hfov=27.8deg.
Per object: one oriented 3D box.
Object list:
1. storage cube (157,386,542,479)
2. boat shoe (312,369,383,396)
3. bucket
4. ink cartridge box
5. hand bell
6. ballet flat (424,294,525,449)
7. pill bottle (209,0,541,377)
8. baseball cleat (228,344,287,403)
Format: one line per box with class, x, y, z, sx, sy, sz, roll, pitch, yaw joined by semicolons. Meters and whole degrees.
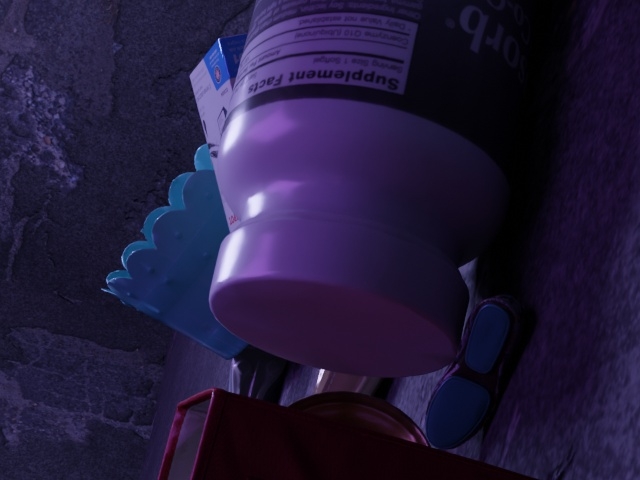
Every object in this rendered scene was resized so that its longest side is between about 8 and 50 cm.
storage cube;-0.004;0.200;0.729;0.215;0.193;0.184;144;141;-74
boat shoe;0.036;0.011;1.123;0.109;0.098;0.302;-116;43;-77
bucket;-0.120;0.001;1.621;0.281;0.183;0.281;-51;10;12
ink cartridge box;-0.063;-0.107;1.344;0.139;0.082;0.191;152;106;-69
hand bell;0.006;0.236;0.979;0.242;0.126;0.126;98;180;-46
ballet flat;0.101;0.082;0.822;0.041;0.041;0.114;-91;20;-63
pill bottle;0.043;-0.100;0.934;0.210;0.210;0.363;126;159;-65
baseball cleat;-0.095;0.198;1.680;0.109;0.072;0.206;145;142;-75
